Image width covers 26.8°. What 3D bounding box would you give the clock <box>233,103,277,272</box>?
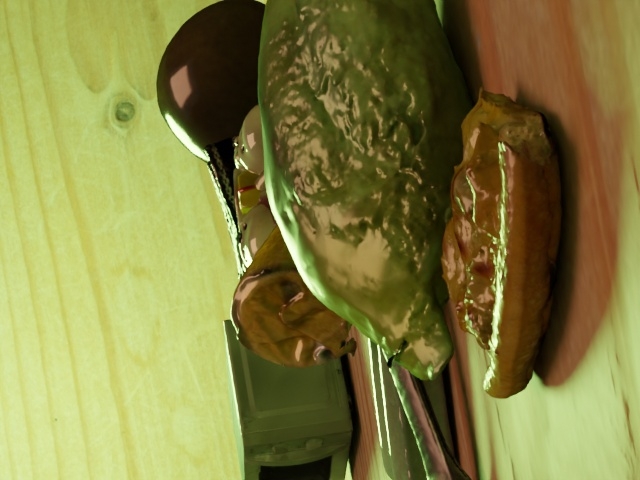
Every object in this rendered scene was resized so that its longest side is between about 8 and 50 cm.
[{"bbox_3d":[-0.026,-0.037,1.189,0.144,0.103,0.231,72,-171,-72],"label":"clock"}]

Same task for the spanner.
[{"bbox_3d":[0.043,0.059,0.784,0.054,0.015,0.255,-43,63,55],"label":"spanner"}]

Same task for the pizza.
[{"bbox_3d":[0.073,0.000,0.568,0.160,0.035,0.099,89,171,-49],"label":"pizza"}]

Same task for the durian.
[{"bbox_3d":[0.022,-0.050,0.685,0.139,0.101,0.250,125,141,-80],"label":"durian"}]

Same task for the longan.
[{"bbox_3d":[-0.094,-0.165,1.448,0.189,0.189,0.189,172,90,-84],"label":"longan"}]

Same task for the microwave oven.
[{"bbox_3d":[-0.034,0.178,1.449,0.208,0.122,0.162,95,167,-63],"label":"microwave oven"}]

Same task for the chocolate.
[{"bbox_3d":[0.000,0.000,0.925,0.219,0.085,0.086,-69,-23,-61],"label":"chocolate"}]

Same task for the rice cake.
[{"bbox_3d":[0.051,0.055,0.841,0.080,0.042,0.222,-150,53,-77],"label":"rice cake"}]

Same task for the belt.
[{"bbox_3d":[-0.057,-0.016,1.444,0.359,0.094,0.126,83,175,-64],"label":"belt"}]
